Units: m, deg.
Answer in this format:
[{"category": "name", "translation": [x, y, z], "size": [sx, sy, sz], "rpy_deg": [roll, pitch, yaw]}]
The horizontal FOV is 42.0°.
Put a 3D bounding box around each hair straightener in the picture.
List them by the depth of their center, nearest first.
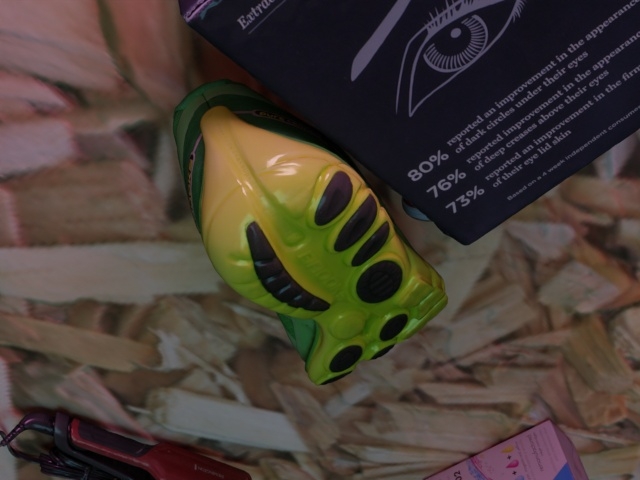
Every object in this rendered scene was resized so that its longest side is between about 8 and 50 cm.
[{"category": "hair straightener", "translation": [-0.172, 0.201, 0.699], "size": [0.231, 0.047, 0.089], "rpy_deg": [26, 124, -32]}]

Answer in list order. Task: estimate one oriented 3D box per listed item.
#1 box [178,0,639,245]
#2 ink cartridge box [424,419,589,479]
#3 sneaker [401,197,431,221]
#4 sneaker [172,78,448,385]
[{"category": "box", "translation": [0.058, -0.117, 0.393], "size": [0.153, 0.108, 0.207], "rpy_deg": [-36, 130, 23]}, {"category": "ink cartridge box", "translation": [0.166, 0.262, 0.790], "size": [0.181, 0.104, 0.061], "rpy_deg": [-32, 131, 19]}, {"category": "sneaker", "translation": [0.103, -0.056, 0.509], "size": [0.119, 0.042, 0.067], "rpy_deg": [-20, 139, -3]}, {"category": "sneaker", "translation": [0.000, 0.000, 0.503], "size": [0.110, 0.123, 0.295], "rpy_deg": [-30, 152, -1]}]
